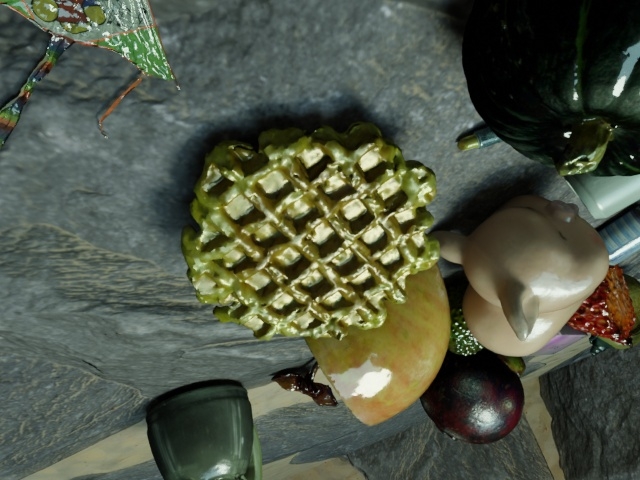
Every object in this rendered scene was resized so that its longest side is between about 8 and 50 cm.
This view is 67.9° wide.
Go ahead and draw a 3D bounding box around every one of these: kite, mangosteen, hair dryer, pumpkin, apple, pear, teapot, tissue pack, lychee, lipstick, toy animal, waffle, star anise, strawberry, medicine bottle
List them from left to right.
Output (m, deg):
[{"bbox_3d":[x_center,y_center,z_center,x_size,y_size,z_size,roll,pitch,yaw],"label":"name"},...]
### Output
[{"bbox_3d":[-0.209,-0.144,0.371,0.198,0.006,0.244,16,133,-46],"label":"kite"},{"bbox_3d":[-0.262,0.498,1.113,0.240,0.239,0.321,-13,149,-12],"label":"teapot"},{"bbox_3d":[-0.021,0.326,1.184,0.141,0.144,0.158,12,170,46],"label":"star anise"},{"bbox_3d":[0.000,0.000,0.575,0.325,0.068,0.302,-1,122,-20],"label":"waffle"},{"bbox_3d":[0.088,0.139,0.817,0.314,0.252,0.309,-63,154,-18],"label":"apple"},{"bbox_3d":[0.311,0.162,1.036,0.171,0.171,0.171,-16,149,-10],"label":"lychee"},{"bbox_3d":[0.454,0.411,1.395,0.306,0.306,0.359,18,100,-47],"label":"mangosteen"},{"bbox_3d":[0.238,-0.142,0.623,0.116,0.037,0.037,-18,149,2],"label":"lipstick"},{"bbox_3d":[0.344,0.070,0.822,0.269,0.237,0.326,-5,132,-28],"label":"toy animal"},{"bbox_3d":[0.774,0.316,1.606,0.246,0.092,0.148,10,136,-40],"label":"tissue pack"},{"bbox_3d":[0.728,0.173,1.277,0.234,0.233,0.178,9,163,-41],"label":"strawberry"},{"bbox_3d":[0.242,-0.151,0.406,0.250,0.216,0.250,18,171,3],"label":"pumpkin"},{"bbox_3d":[0.650,0.013,1.067,0.084,0.083,0.203,9,136,-41],"label":"medicine bottle"},{"bbox_3d":[0.399,-0.163,0.653,0.173,0.107,0.357,-37,137,24],"label":"hair dryer"},{"bbox_3d":[0.992,0.275,1.613,0.269,0.173,0.182,-52,164,-19],"label":"teapot"},{"bbox_3d":[0.864,0.175,1.397,0.167,0.136,0.167,-11,148,-7],"label":"pear"}]
